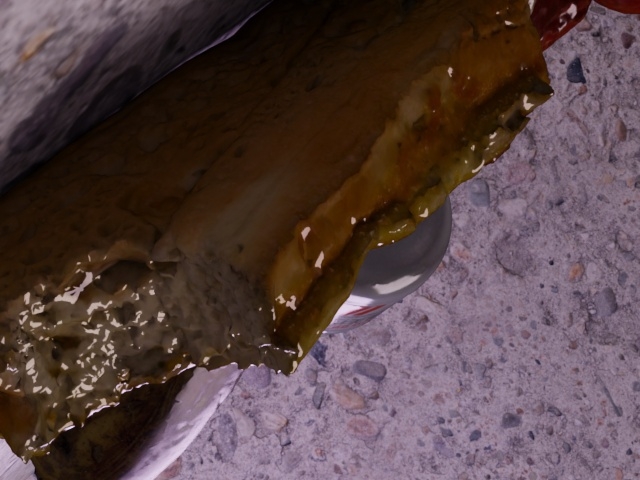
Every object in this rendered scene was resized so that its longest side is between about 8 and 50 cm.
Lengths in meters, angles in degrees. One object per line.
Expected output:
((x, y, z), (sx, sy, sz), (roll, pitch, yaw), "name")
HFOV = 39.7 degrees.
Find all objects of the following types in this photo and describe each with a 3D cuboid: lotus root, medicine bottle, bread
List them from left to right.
((-0.203, 0.160, 1.009), (0.397, 0.179, 0.196), (-46, 177, 16), "lotus root")
((-0.021, -0.031, 0.472), (0.380, 0.185, 0.109), (-45, 139, -35), "bread")
((0.000, 0.000, 1.137), (0.245, 0.245, 0.306), (-45, 180, -31), "medicine bottle")

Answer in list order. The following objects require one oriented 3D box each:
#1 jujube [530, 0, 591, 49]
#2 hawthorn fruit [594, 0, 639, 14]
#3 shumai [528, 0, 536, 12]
((0.246, -0.314, 1.138), (0.250, 0.174, 0.174), (-34, 177, -16), "jujube")
((0.330, -0.316, 0.722), (0.311, 0.295, 0.295), (-41, 176, -45), "hawthorn fruit")
((0.091, -0.192, 0.702), (0.105, 0.123, 0.139), (-33, -173, -30), "shumai")
